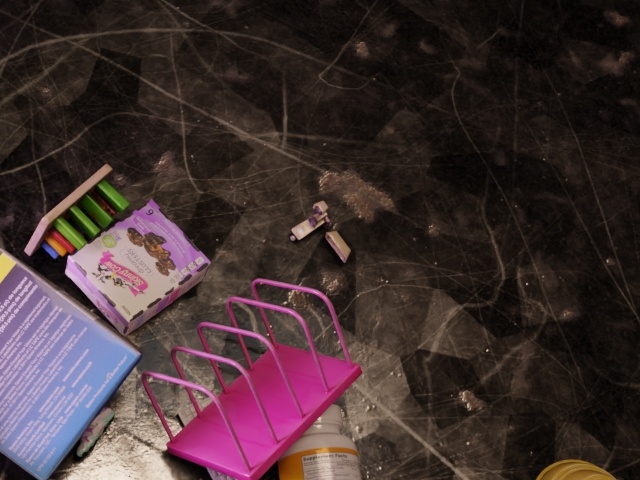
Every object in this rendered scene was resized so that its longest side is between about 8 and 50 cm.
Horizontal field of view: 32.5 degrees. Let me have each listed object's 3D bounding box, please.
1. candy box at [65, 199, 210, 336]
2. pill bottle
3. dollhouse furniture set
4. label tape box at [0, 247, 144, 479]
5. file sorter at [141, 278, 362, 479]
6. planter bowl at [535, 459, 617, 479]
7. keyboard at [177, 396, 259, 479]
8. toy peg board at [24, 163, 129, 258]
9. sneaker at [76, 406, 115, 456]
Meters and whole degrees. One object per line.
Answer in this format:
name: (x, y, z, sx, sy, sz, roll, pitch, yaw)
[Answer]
candy box: (-0.325, 0.048, 1.954, 0.165, 0.070, 0.196, 46, 58, 9)
pill bottle: (0.001, 0.403, 1.828, 0.137, 0.136, 0.245, 1, 61, -18)
dollhouse furniture set: (0.000, 0.000, 2.096, 0.081, 0.091, 0.114, -34, 79, -15)
label tape box: (-0.491, 0.173, 1.731, 0.348, 0.115, 0.249, 37, 84, 0)
file sorter: (-0.116, 0.215, 1.805, 0.291, 0.202, 0.182, -41, 125, -36)
planter bowl: (0.494, 0.488, 1.979, 0.217, 0.090, 0.217, 9, 59, -15)
keyboard: (-0.153, 0.386, 1.858, 0.072, 0.014, 0.256, -22, 71, -28)
toy peg board: (-0.419, -0.030, 1.918, 0.079, 0.161, 0.161, 45, 57, -3)
sneaker: (-0.392, 0.305, 1.810, 0.069, 0.038, 0.098, 31, 47, 2)
